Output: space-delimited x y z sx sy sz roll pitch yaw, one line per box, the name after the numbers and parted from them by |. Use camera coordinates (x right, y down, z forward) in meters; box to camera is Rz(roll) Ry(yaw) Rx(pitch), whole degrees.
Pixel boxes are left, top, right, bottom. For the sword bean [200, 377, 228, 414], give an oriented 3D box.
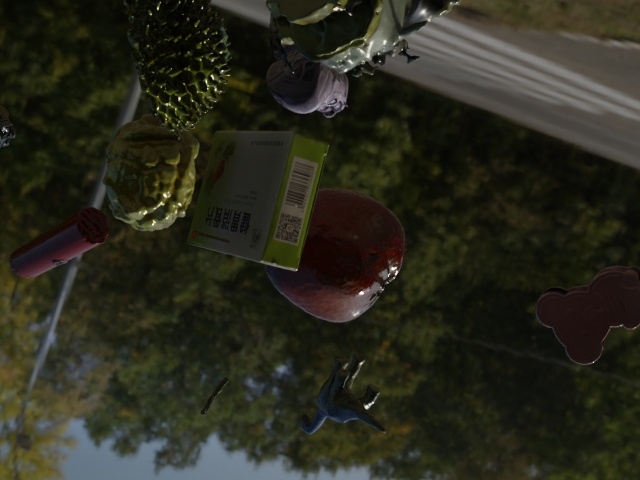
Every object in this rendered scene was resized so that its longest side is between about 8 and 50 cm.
-0.171 0.250 1.750 0.012 0.012 0.083 21 -137 13 | sword bean

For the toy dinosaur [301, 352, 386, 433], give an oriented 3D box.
0.029 0.289 1.747 0.075 0.188 0.247 12 -161 -23 | toy dinosaur

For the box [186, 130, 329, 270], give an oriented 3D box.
-0.093 -0.062 1.509 0.062 0.175 0.260 15 178 -30 | box

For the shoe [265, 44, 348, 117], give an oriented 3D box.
-0.007 -0.236 1.653 0.137 0.095 0.245 49 -160 -26 | shoe

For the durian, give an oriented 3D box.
-0.154 -0.228 1.217 0.096 0.220 0.137 -11 -162 11 | durian

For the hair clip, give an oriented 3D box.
0.399 0.100 1.566 0.102 0.138 0.123 -30 -92 -47 | hair clip

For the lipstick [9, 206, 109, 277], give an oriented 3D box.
-0.485 0.009 2.006 0.073 0.073 0.280 14 156 -37 | lipstick

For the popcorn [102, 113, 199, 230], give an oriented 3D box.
-0.343 -0.130 2.167 0.195 0.256 0.254 3 -128 0 | popcorn

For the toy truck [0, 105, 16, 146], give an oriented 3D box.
-0.573 -0.175 1.852 0.063 0.123 0.052 51 -152 3 | toy truck

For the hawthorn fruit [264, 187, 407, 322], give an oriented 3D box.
0.000 0.000 1.991 0.300 0.254 0.254 35 -172 1 | hawthorn fruit

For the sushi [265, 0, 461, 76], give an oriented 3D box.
0.062 -0.220 0.918 0.139 0.131 0.291 -24 -177 30 | sushi
